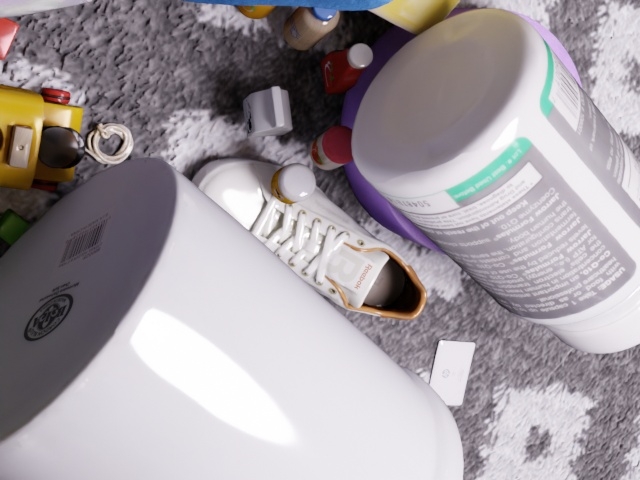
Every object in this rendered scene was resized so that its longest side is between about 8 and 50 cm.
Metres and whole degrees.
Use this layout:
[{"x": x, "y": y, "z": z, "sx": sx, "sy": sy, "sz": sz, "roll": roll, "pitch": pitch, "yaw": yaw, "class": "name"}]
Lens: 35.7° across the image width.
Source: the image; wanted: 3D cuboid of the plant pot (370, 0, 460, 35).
[{"x": 0.093, "y": -0.341, "z": 0.963, "sx": 0.254, "sy": 0.254, "sz": 0.239, "roll": 22, "pitch": 108, "yaw": -28, "class": "plant pot"}]

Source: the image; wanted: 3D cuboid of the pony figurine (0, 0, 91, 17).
[{"x": -0.333, "y": -0.183, "z": 0.730, "sx": 0.351, "sy": 0.302, "sz": 0.363, "roll": -6, "pitch": 65, "yaw": 2, "class": "pony figurine"}]

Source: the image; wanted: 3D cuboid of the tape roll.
[{"x": 0.163, "y": -0.123, "z": 1.122, "sx": 0.275, "sy": 0.090, "sz": 0.274, "roll": -6, "pitch": 105, "yaw": -25, "class": "tape roll"}]

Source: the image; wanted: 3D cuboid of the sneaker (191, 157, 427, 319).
[{"x": 0.000, "y": 0.000, "z": 1.058, "sx": 0.290, "sy": 0.123, "sz": 0.105, "roll": 27, "pitch": 92, "yaw": -27, "class": "sneaker"}]

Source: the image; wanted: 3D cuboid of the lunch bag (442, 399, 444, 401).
[{"x": 0.100, "y": 0.219, "z": 1.197, "sx": 0.083, "sy": 0.053, "sz": 0.071, "roll": -2, "pitch": 106, "yaw": -35, "class": "lunch bag"}]

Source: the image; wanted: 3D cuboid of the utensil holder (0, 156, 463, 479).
[{"x": -0.110, "y": 0.161, "z": 0.911, "sx": 0.327, "sy": 0.328, "sz": 0.385, "roll": -51, "pitch": 122, "yaw": -6, "class": "utensil holder"}]

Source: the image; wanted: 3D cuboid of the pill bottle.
[{"x": 0.213, "y": -0.041, "z": 0.990, "sx": 0.361, "sy": 0.204, "sz": 0.204, "roll": 40, "pitch": 84, "yaw": -36, "class": "pill bottle"}]

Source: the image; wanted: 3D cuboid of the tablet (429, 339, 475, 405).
[{"x": 0.162, "y": 0.165, "z": 1.239, "sx": 0.054, "sy": 0.006, "sz": 0.083, "roll": 7, "pitch": 99, "yaw": -26, "class": "tablet"}]

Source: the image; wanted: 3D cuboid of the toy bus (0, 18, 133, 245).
[{"x": -0.287, "y": -0.093, "z": 0.907, "sx": 0.202, "sy": 0.104, "sz": 0.191, "roll": -39, "pitch": 116, "yaw": -11, "class": "toy bus"}]

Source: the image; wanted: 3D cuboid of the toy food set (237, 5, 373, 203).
[{"x": -0.013, "y": -0.157, "z": 0.983, "sx": 0.111, "sy": 0.104, "sz": 0.232, "roll": -6, "pitch": 88, "yaw": -17, "class": "toy food set"}]

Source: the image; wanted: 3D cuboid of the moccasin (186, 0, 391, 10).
[{"x": -0.075, "y": -0.282, "z": 0.888, "sx": 0.342, "sy": 0.137, "sz": 0.116, "roll": 14, "pitch": 71, "yaw": 13, "class": "moccasin"}]
